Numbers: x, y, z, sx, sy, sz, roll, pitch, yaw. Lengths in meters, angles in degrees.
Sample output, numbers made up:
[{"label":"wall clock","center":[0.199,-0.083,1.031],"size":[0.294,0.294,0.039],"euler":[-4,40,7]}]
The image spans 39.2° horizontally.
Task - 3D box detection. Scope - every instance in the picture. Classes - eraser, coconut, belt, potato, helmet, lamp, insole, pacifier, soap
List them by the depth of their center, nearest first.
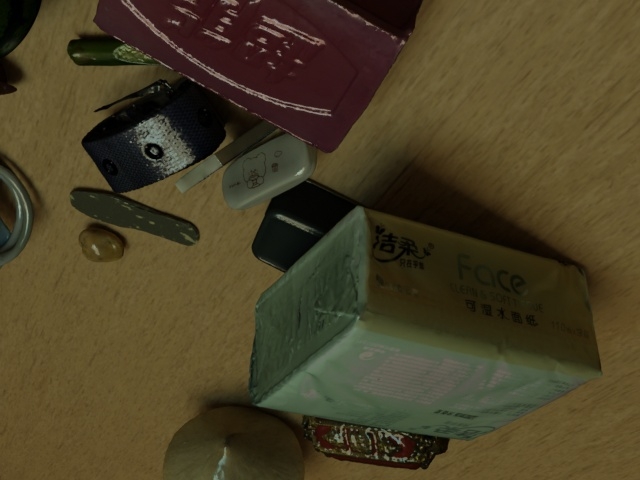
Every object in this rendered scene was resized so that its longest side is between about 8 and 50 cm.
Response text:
[{"label":"soap","center":[-0.080,-0.292,1.115],"size":[0.359,0.128,0.233],"euler":[28,139,-7]},{"label":"eraser","center":[-0.134,-0.124,1.299],"size":[0.104,0.150,0.023],"euler":[-29,99,43]},{"label":"belt","center":[-0.255,-0.162,1.336],"size":[0.230,0.139,0.126],"euler":[-15,119,38]},{"label":"helmet","center":[-0.531,-0.266,1.411],"size":[0.111,0.057,0.089],"euler":[-1,169,19]},{"label":"insole","center":[-0.330,-0.043,1.586],"size":[0.248,0.011,0.081],"euler":[18,142,6]},{"label":"pacifier","center":[-0.678,-0.058,1.633],"size":[0.233,0.244,0.299],"euler":[27,125,48]},{"label":"potato","center":[-0.402,0.009,1.647],"size":[0.083,0.062,0.068],"euler":[2,155,-7]},{"label":"lamp","center":[0.103,0.327,1.652],"size":[0.274,0.177,0.177],"euler":[-1,134,28]},{"label":"coconut","center":[-0.184,0.493,1.892],"size":[0.329,0.329,0.329],"euler":[14,138,12]}]

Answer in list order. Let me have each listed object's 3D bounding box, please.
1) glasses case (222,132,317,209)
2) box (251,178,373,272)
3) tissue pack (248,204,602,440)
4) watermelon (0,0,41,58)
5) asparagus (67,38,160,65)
[{"label":"glasses case","center":[-0.080,-0.104,1.350],"size":[0.193,0.074,0.049],"euler":[-22,162,40]},{"label":"box","center":[0.000,0.000,1.414],"size":[0.201,0.090,0.144],"euler":[27,139,-3]},{"label":"tissue pack","center":[0.145,0.140,1.319],"size":[0.405,0.205,0.332],"euler":[14,146,-26]},{"label":"watermelon","center":[-0.502,-0.347,1.170],"size":[0.269,0.269,0.269],"euler":[14,138,12]},{"label":"asparagus","center":[-0.281,-0.272,1.297],"size":[0.178,0.041,0.045],"euler":[4,144,21]}]
